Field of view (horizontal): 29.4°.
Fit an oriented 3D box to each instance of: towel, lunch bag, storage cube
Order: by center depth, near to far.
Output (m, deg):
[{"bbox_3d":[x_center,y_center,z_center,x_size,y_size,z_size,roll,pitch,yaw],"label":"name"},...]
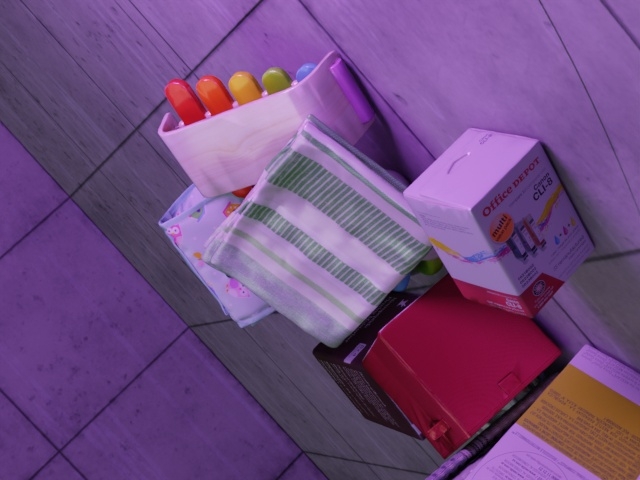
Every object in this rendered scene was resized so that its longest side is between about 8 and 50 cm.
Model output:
[{"bbox_3d":[0.000,0.000,1.665,0.248,0.038,0.325,35,134,-6],"label":"towel"},{"bbox_3d":[0.197,0.171,1.763,0.193,0.215,0.184,49,163,11],"label":"storage cube"},{"bbox_3d":[0.226,0.337,1.829,0.056,0.324,0.312,49,164,12],"label":"towel"},{"bbox_3d":[-0.094,-0.024,1.893,0.223,0.262,0.160,53,160,-19],"label":"lunch bag"}]

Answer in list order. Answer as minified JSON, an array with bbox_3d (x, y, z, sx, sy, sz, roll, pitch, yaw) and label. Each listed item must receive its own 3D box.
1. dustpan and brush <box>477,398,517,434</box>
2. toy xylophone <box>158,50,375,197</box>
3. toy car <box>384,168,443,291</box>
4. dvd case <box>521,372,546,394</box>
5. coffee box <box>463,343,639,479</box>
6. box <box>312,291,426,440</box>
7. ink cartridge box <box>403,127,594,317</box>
[{"bbox_3d":[0.285,0.317,2.108,0.147,0.060,0.211,52,161,-17],"label":"dustpan and brush"},{"bbox_3d":[-0.074,-0.127,1.676,0.322,0.081,0.236,-7,126,29],"label":"toy xylophone"},{"bbox_3d":[0.088,-0.004,1.737,0.182,0.136,0.159,45,161,1],"label":"toy car"},{"bbox_3d":[0.312,0.212,1.903,0.119,0.013,0.087,22,150,47],"label":"dvd case"},{"bbox_3d":[0.400,0.415,1.626,0.338,0.334,0.338,32,157,35],"label":"coffee box"},{"bbox_3d":[0.129,0.201,2.030,0.167,0.168,0.203,53,160,-19],"label":"box"},{"bbox_3d":[0.210,-0.023,1.440,0.127,0.128,0.176,17,147,55],"label":"ink cartridge box"}]
